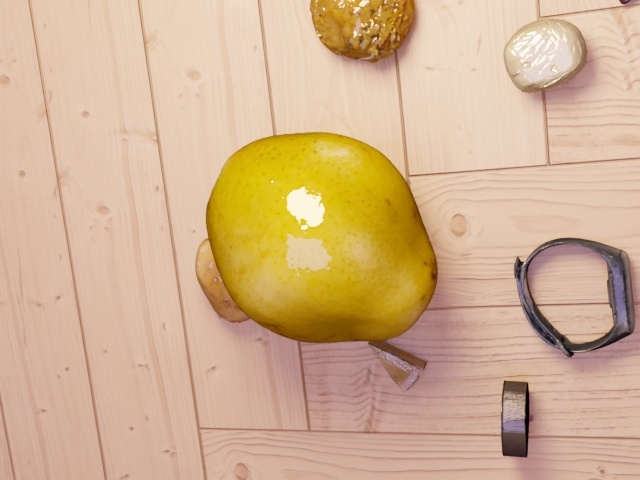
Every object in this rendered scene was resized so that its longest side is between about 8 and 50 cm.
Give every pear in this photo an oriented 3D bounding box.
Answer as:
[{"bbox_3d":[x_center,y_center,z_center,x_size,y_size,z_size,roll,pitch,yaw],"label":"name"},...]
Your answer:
[{"bbox_3d":[0.000,0.000,1.423,0.418,0.362,0.362,31,109,4],"label":"pear"}]

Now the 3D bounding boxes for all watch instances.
[{"bbox_3d":[0.440,0.098,1.445,0.193,0.068,0.206,-5,96,22],"label":"watch"}]

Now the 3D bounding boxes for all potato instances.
[{"bbox_3d":[-0.177,0.075,1.619,0.118,0.109,0.178,-19,100,-1],"label":"potato"}]

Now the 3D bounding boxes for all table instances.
[{"bbox_3d":[0.347,0.317,1.481,0.043,0.133,0.134,0,101,17],"label":"table"}]

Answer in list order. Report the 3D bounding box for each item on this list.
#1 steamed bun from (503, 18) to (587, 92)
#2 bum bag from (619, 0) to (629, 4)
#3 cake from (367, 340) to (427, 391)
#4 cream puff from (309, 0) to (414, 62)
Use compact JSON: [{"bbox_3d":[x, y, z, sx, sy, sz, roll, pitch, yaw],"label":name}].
[{"bbox_3d":[0.369,-0.306,1.371,0.130,0.091,0.113,-22,91,19],"label":"steamed bun"},{"bbox_3d":[0.521,-0.466,1.325,0.159,0.026,0.109,-36,87,21],"label":"bum bag"},{"bbox_3d":[0.134,0.229,1.577,0.121,0.052,0.065,31,111,10],"label":"cake"},{"bbox_3d":[0.068,-0.394,1.435,0.189,0.129,0.189,4,102,21],"label":"cream puff"}]
